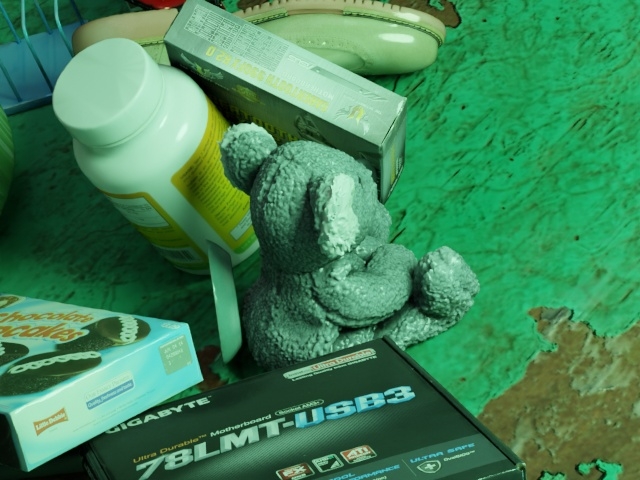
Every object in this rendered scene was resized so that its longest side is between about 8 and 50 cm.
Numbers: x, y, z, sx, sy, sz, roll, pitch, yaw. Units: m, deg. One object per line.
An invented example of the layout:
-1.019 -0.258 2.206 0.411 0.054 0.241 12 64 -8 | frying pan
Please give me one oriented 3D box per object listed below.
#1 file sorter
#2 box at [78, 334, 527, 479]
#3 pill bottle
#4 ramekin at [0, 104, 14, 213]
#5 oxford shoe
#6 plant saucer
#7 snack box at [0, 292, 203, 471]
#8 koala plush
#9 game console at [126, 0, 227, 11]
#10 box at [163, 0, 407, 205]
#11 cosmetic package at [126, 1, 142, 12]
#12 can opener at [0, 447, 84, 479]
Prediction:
-0.353 -0.219 2.066 0.170 0.104 0.118 -16 45 5 | file sorter
-0.024 0.190 1.468 0.295 0.073 0.293 -15 22 -14 | box
-0.150 -0.082 1.745 0.136 0.246 0.136 -14 54 20 | pill bottle
-0.467 -0.088 1.902 0.303 0.148 0.303 -7 65 16 | ramekin
-0.063 -0.164 1.918 0.397 0.140 0.146 -5 75 12 | oxford shoe
-0.088 0.057 1.699 0.021 0.119 0.119 -8 45 -3 | plant saucer
-0.274 0.119 1.637 0.187 0.060 0.322 -26 19 -35 | snack box
0.000 0.000 1.643 0.203 0.221 0.196 -38 47 -16 | koala plush
-0.173 -0.254 2.016 0.124 0.085 0.144 -25 39 -38 | game console
-0.030 -0.129 1.748 0.231 0.183 0.056 27 76 9 | box
-0.201 -0.382 2.179 0.117 0.085 0.231 -20 43 2 | cosmetic package
-0.326 0.179 1.699 0.280 0.074 0.093 -5 47 16 | can opener
